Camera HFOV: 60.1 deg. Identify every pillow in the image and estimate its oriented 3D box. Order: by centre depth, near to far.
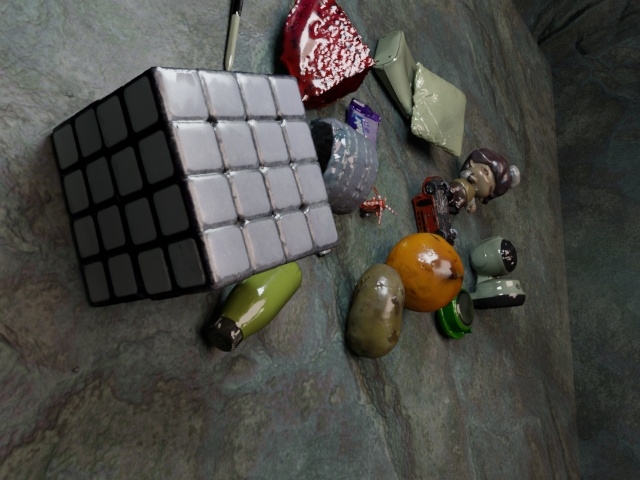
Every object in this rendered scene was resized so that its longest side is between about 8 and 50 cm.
[{"bbox_3d":[0.428,-0.472,2.033,0.274,0.076,0.281,17,72,-35],"label":"pillow"}]

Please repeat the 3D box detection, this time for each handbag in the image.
[{"bbox_3d":[0.310,-0.582,1.998,0.315,0.109,0.241,45,49,-38],"label":"handbag"}]

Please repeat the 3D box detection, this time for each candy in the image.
[{"bbox_3d":[0.127,-0.305,1.713,0.145,0.070,0.276,27,63,-36],"label":"candy"}]

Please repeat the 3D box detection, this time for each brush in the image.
[{"bbox_3d":[-0.214,-0.553,1.391,0.039,0.042,0.300,27,60,-47],"label":"brush"}]

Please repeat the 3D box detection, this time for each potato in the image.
[{"bbox_3d":[0.152,0.191,1.519,0.164,0.164,0.263,16,77,-48],"label":"potato"}]

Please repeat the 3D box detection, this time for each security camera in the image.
[{"bbox_3d":[0.688,0.125,2.175,0.196,0.191,0.278,9,71,-48],"label":"security camera"}]

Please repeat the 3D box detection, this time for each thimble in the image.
[{"bbox_3d":[0.026,-0.194,1.458,0.172,0.205,0.237,20,89,-41],"label":"thimble"}]

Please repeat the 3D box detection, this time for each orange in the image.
[{"bbox_3d":[0.314,0.098,1.685,0.246,0.246,0.246,19,65,-47],"label":"orange"}]

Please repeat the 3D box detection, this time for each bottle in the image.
[{"bbox_3d":[-0.144,0.134,1.207,0.112,0.112,0.260,61,41,-18],"label":"bottle"}]

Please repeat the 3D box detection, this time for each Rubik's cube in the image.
[{"bbox_3d":[-0.219,-0.090,1.004,0.344,0.337,0.344,-17,92,-53],"label":"Rubik's cube"}]

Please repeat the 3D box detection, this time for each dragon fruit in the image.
[{"bbox_3d":[0.034,-0.546,1.539,0.302,0.240,0.331,-27,108,-70],"label":"dragon fruit"}]

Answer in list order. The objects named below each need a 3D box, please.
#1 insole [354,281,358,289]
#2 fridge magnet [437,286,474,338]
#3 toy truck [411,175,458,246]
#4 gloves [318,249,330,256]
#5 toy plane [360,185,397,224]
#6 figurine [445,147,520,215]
[{"bbox_3d":[0.161,0.167,1.655,0.192,0.010,0.063,23,61,-45],"label":"insole"},{"bbox_3d":[0.477,0.244,1.956,0.208,0.088,0.208,20,64,-47],"label":"fridge magnet"},{"bbox_3d":[0.394,-0.095,1.940,0.107,0.114,0.253,-9,88,-50],"label":"toy truck"},{"bbox_3d":[0.000,0.000,1.496,0.064,0.026,0.086,-35,102,-51],"label":"gloves"},{"bbox_3d":[0.134,-0.096,1.656,0.194,0.077,0.126,-29,99,-43],"label":"toy plane"},{"bbox_3d":[0.622,-0.235,2.191,0.365,0.206,0.218,-34,91,-48],"label":"figurine"}]
